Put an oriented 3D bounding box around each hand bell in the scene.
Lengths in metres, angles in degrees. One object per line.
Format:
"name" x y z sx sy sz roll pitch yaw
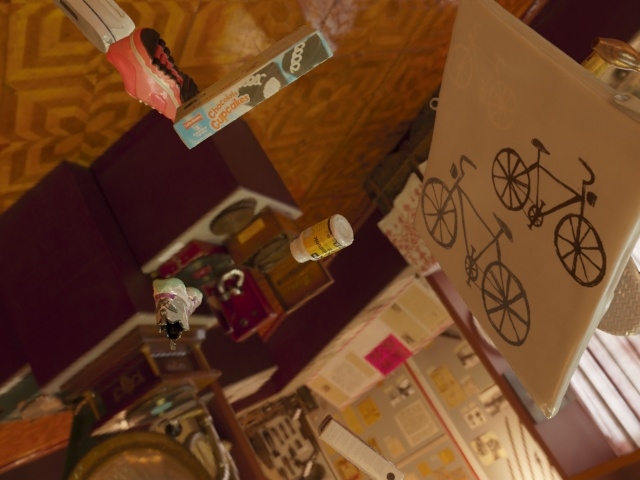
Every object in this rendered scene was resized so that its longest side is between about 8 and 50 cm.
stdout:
"hand bell" 0.547 -0.284 1.084 0.242 0.126 0.126 17 139 -19

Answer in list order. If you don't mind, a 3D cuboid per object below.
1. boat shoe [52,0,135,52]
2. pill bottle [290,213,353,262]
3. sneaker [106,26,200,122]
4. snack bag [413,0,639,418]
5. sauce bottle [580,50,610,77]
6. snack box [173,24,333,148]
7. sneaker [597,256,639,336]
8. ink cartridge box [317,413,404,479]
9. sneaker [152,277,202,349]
"boat shoe" -0.612 -0.667 1.665 0.156 0.367 0.136 -43 -178 -22
"pill bottle" 0.000 0.000 1.255 0.116 0.065 0.065 -27 166 32
"sneaker" -0.395 -0.371 1.575 0.136 0.115 0.313 -10 140 18
"snack bag" 0.192 -0.048 0.656 0.037 0.323 0.342 -11 133 -16
"sauce bottle" 0.479 -0.299 1.176 0.128 0.042 0.042 -44 161 -3
"snack box" -0.139 -0.307 1.276 0.322 0.060 0.187 -32 -157 3
"sneaker" 0.337 0.004 0.791 0.153 0.268 0.101 5 129 -29
"ink cartridge box" 0.087 0.394 1.168 0.045 0.208 0.206 -50 173 -11
"sneaker" -0.152 0.082 0.691 0.038 0.069 0.098 -6 164 10
